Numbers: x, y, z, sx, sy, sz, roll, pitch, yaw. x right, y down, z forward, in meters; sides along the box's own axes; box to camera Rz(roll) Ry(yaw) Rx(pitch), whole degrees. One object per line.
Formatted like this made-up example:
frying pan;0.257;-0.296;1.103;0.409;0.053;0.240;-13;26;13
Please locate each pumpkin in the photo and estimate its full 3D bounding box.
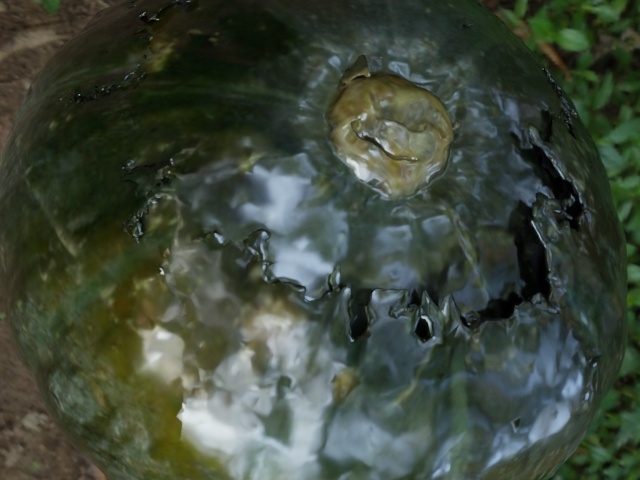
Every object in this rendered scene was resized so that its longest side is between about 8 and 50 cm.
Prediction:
pumpkin;0.000;0.000;0.749;0.454;0.454;0.344;-27;160;-33
